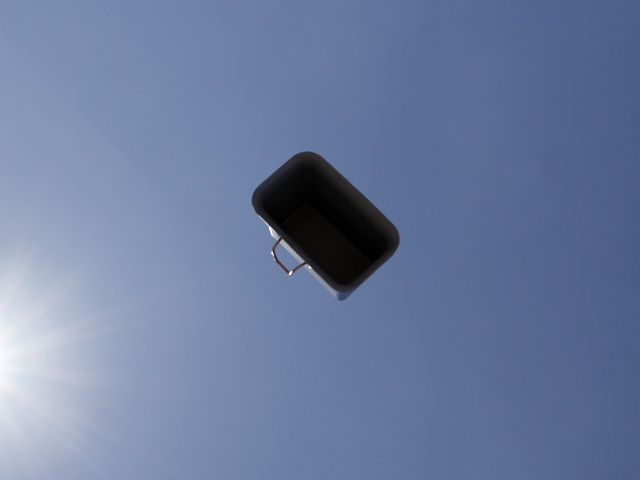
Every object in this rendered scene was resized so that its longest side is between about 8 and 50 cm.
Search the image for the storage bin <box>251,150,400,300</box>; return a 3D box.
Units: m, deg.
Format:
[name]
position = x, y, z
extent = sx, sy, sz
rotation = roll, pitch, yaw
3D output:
[storage bin]
position = 0.000, 0.000, 0.824
extent = 0.098, 0.091, 0.135
rotation = -42, -105, -15
